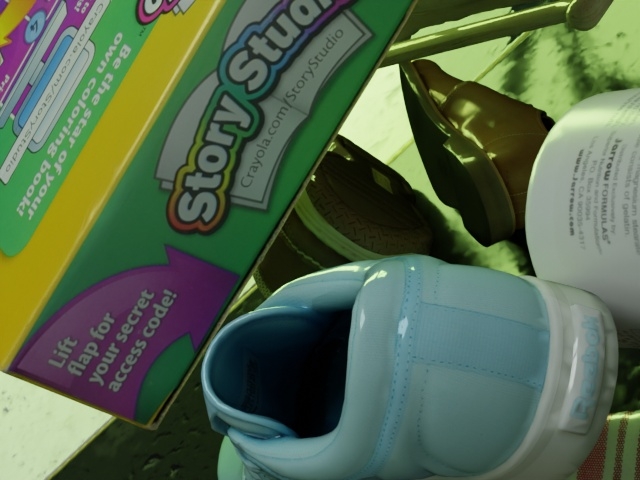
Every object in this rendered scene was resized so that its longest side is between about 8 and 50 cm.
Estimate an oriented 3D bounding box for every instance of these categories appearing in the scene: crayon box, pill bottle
[{"bbox_3d":[-0.090,-0.132,1.017,0.363,0.106,0.313,-59,36,7],"label":"crayon box"},{"bbox_3d":[0.219,-0.013,0.878,0.229,0.131,0.131,-2,58,50],"label":"pill bottle"}]

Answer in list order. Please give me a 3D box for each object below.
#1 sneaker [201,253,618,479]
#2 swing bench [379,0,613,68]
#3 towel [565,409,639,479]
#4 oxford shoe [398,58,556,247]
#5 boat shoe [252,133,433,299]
[{"bbox_3d":[-0.002,0.073,0.975,0.366,0.150,0.135,-35,41,59],"label":"sneaker"},{"bbox_3d":[0.114,-0.224,1.157,0.254,0.165,0.253,-34,17,-38],"label":"swing bench"},{"bbox_3d":[0.098,0.150,0.967,0.197,0.029,0.144,-7,53,48],"label":"towel"},{"bbox_3d":[0.100,-0.062,1.149,0.076,0.076,0.212,-21,31,-7],"label":"oxford shoe"},{"bbox_3d":[0.007,0.005,1.109,0.095,0.095,0.257,-55,-1,9],"label":"boat shoe"}]
